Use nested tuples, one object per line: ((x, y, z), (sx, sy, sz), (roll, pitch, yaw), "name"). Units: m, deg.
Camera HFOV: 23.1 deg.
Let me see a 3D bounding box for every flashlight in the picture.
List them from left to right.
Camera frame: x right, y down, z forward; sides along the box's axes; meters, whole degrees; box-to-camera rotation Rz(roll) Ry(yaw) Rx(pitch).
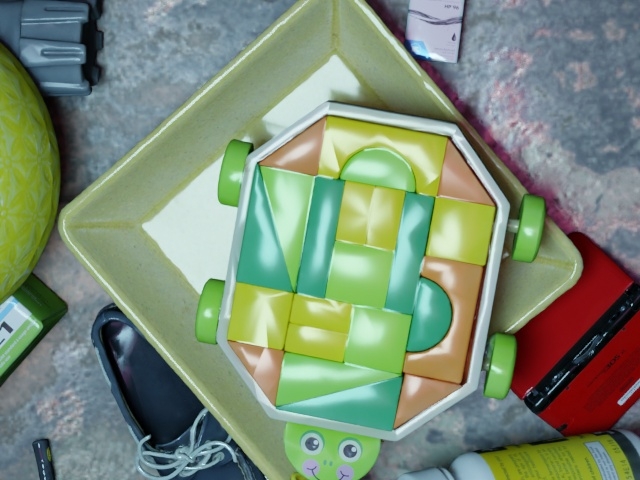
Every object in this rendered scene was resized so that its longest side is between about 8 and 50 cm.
((-0.348, -0.163, 1.374), (0.304, 0.103, 0.103), (2, 123, 4), "flashlight")

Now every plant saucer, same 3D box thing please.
((0.000, 0.000, 1.369), (0.332, 0.081, 0.333), (-40, 91, 9), "plant saucer")

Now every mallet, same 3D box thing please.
((-0.240, 0.278, 1.447), (0.039, 0.062, 0.190), (-10, 80, 5), "mallet")

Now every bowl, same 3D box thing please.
((-0.364, -0.053, 1.261), (0.289, 0.156, 0.289), (0, 94, 1), "bowl")

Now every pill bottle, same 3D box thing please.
((0.175, 0.231, 1.327), (0.208, 0.119, 0.119), (-6, 96, -16), "pill bottle")

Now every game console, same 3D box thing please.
((0.232, 0.089, 1.391), (0.124, 0.085, 0.144), (37, 100, -31), "game console")

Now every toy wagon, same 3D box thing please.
((0.032, 0.064, 1.298), (0.267, 0.068, 0.344), (11, 97, 4), "toy wagon")

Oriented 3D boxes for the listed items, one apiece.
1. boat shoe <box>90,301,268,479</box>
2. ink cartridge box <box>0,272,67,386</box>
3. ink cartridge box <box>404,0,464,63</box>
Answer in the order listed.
((-0.122, 0.166, 1.397), (0.095, 0.079, 0.254), (-27, 93, 7), "boat shoe")
((-0.388, 0.050, 1.400), (0.255, 0.097, 0.189), (42, 98, -1), "ink cartridge box")
((0.100, -0.198, 1.364), (0.048, 0.028, 0.083), (6, 96, 4), "ink cartridge box")
